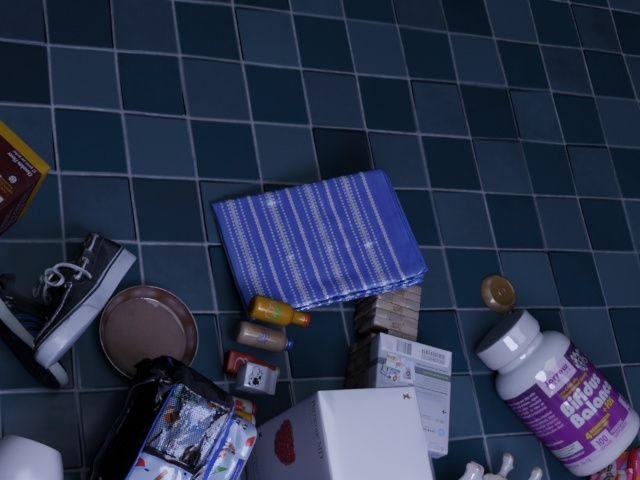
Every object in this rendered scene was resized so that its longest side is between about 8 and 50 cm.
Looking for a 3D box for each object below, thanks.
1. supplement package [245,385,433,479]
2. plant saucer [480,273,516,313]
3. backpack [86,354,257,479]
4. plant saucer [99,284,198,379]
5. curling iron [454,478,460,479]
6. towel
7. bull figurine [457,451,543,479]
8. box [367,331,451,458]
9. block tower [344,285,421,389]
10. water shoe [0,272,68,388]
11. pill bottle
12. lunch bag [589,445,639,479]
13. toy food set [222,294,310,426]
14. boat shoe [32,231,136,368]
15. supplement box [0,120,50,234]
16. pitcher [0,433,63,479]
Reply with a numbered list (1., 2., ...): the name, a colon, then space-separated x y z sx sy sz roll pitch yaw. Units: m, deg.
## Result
1. supplement package: 0.020 0.349 1.774 0.175 0.293 0.177 2 67 -28
2. plant saucer: 0.353 0.102 2.236 0.083 0.015 0.083 12 63 -23
3. backpack: -0.232 0.320 1.684 0.213 0.276 0.263 35 81 -8
4. plant saucer: -0.283 0.156 1.860 0.168 0.029 0.168 12 62 -24
5. curling iron: 0.160 0.420 1.974 0.274 0.035 0.068 21 63 -20
6. towel: 0.000 0.000 2.012 0.336 0.040 0.243 -13 65 -16
7. bull figurine: 0.327 0.486 1.972 0.188 0.101 0.310 -38 108 -35
8. box: 0.149 0.262 1.925 0.145 0.038 0.186 16 60 -20
9. block tower: 0.112 0.173 2.026 0.091 0.097 0.335 19 62 -19
10. water shoe: -0.443 0.135 1.756 0.203 0.073 0.080 49 53 -1
11. pill bottle: 0.433 0.275 2.107 0.301 0.169 0.169 46 55 -3
12. lunch bag: 0.597 0.552 2.093 0.258 0.120 0.293 38 54 -29
13. toy food set: -0.095 0.218 1.883 0.105 0.111 0.232 17 67 -23
14. boat shoe: -0.382 0.078 1.746 0.105 0.113 0.306 38 34 -8
15. supplement box: -0.541 -0.060 1.719 0.129 0.191 0.194 44 56 -4
16. pitcher: -0.428 0.398 1.629 0.178 0.125 0.207 33 65 -36
